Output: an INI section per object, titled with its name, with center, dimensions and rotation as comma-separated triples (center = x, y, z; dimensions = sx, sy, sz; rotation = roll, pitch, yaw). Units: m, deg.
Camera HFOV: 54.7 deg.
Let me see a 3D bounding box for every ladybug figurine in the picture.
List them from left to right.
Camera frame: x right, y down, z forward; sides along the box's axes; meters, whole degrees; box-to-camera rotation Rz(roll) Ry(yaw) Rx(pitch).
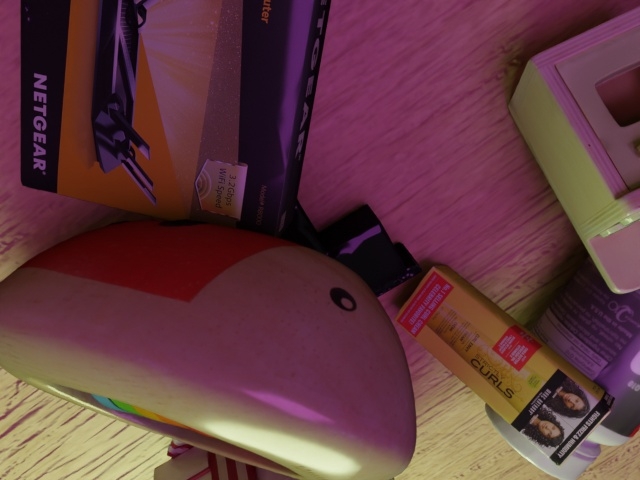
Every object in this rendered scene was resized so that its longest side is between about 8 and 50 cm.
[ladybug figurine]
center = -0.117, 0.087, 0.553
dimensions = 0.305, 0.449, 0.162
rotation = 47, 55, -47

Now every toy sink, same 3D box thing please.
[toy sink]
center = 0.311, -0.086, 0.590
dimensions = 0.152, 0.131, 0.234
rotation = -24, 78, 2

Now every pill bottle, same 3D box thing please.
[pill bottle]
center = 0.336, 0.134, 0.735
dimensions = 0.161, 0.161, 0.283
rotation = 27, 106, -20

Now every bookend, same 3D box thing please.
[bookend]
center = 0.000, 0.000, 0.666
dimensions = 0.156, 0.072, 0.157
rotation = -31, 114, 3

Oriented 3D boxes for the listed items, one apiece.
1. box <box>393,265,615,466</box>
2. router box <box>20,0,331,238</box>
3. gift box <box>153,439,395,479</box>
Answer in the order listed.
[box]
center = 0.198, 0.130, 0.686
dimensions = 0.087, 0.232, 0.058
rotation = -55, 155, 16
[router box]
center = -0.122, -0.172, 0.525
dimensions = 0.242, 0.081, 0.309
rotation = 13, 112, 6
[gift box]
center = -0.033, 0.316, 0.694
dimensions = 0.255, 0.258, 0.276
rotation = -28, 123, 3
